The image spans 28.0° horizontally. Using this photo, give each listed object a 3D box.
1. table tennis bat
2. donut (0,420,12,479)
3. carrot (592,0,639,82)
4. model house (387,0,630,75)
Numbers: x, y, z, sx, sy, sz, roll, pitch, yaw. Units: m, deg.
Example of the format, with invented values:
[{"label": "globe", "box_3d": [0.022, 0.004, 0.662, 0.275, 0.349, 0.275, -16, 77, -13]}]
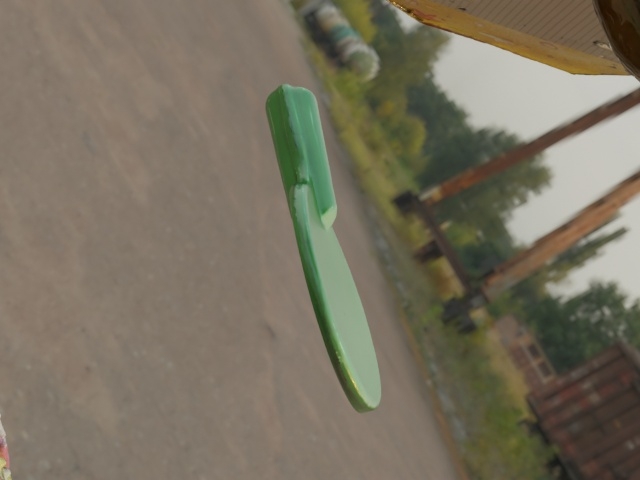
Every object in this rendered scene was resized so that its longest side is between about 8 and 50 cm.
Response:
[{"label": "table tennis bat", "box_3d": [0.000, 0.000, 0.910, 0.160, 0.039, 0.257, 59, 16, -63]}, {"label": "donut", "box_3d": [-0.380, 0.185, 1.242, 0.307, 0.150, 0.371, 114, -38, -62]}, {"label": "carrot", "box_3d": [0.228, -0.127, 0.464, 0.138, 0.302, 0.138, 46, -31, 39]}, {"label": "model house", "box_3d": [0.144, -0.201, 0.754, 0.219, 0.135, 0.207, 18, -9, -4]}]
